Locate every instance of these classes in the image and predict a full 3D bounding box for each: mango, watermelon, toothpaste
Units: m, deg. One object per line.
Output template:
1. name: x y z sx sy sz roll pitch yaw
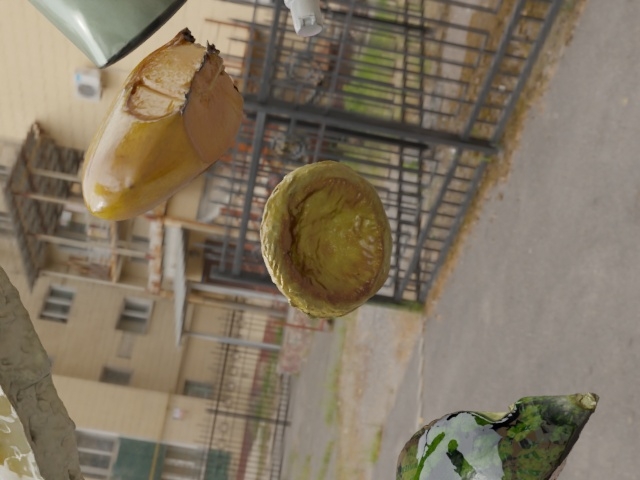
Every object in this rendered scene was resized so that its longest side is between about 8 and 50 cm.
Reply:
1. mango: -0.178 -0.119 0.951 0.126 0.153 0.252 56 -130 -38
2. watermelon: 0.130 0.237 0.801 0.159 0.128 0.304 -39 -26 -32
3. toothpaste: -0.047 -0.436 1.194 0.058 0.055 0.315 48 -151 -78

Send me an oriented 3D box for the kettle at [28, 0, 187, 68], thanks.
1. kettle: -0.332 -0.478 1.184 0.250 0.377 0.361 -20 33 41

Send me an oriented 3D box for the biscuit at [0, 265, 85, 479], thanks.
1. biscuit: -0.486 0.206 1.119 0.104 0.446 0.430 -43 -66 -51

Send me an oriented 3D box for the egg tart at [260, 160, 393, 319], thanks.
1. egg tart: 0.000 0.000 1.678 0.128 0.318 0.319 1 79 56
